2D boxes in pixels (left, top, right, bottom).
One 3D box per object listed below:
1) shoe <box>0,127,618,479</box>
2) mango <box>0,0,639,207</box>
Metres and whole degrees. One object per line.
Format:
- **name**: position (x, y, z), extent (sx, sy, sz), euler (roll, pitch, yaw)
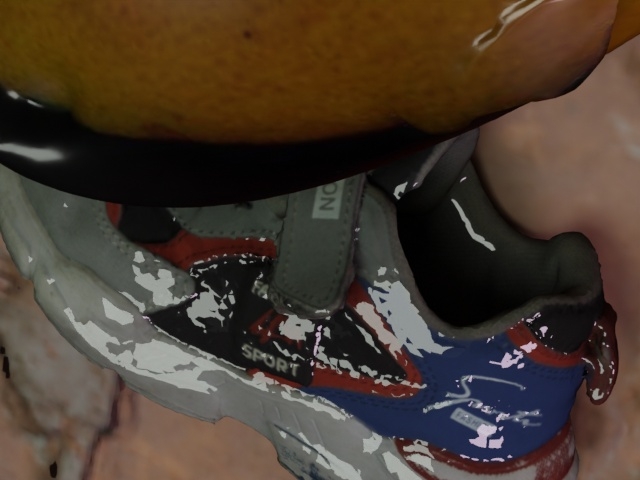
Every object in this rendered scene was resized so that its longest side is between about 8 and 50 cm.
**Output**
- **shoe**: position (0.000, 0.000, 0.605), extent (0.227, 0.099, 0.125), euler (33, 129, 6)
- **mango**: position (0.012, -0.123, 0.522), extent (0.287, 0.152, 0.201), euler (-10, 106, 31)
